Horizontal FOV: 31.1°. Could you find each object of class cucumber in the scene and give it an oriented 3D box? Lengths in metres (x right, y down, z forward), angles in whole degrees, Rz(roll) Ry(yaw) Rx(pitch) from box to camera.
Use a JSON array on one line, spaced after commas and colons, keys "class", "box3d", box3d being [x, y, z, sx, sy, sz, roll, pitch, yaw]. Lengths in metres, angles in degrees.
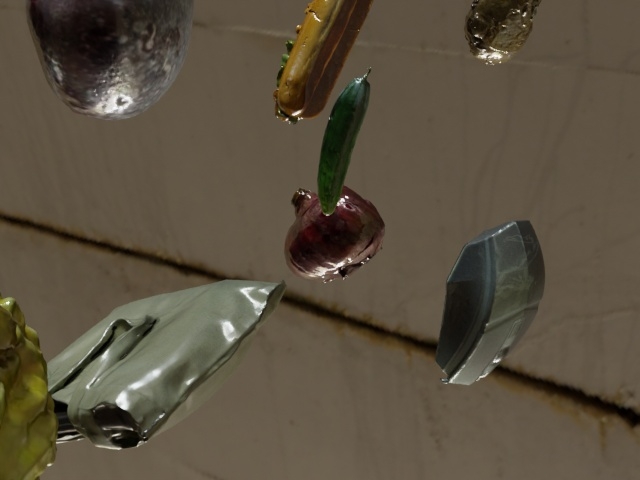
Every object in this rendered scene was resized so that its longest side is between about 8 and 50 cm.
[{"class": "cucumber", "box3d": [0.022, -0.109, 1.240, 0.039, 0.039, 0.168, 25, -72, 34]}]

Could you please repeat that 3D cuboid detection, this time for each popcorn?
[{"class": "popcorn", "box3d": [-0.342, 0.148, 1.033, 0.251, 0.205, 0.237, -137, -137, -59]}]

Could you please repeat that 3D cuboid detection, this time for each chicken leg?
[{"class": "chicken leg", "box3d": [0.233, -0.291, 1.396, 0.085, 0.069, 0.198, 25, -42, -3]}]

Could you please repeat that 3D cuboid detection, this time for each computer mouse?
[{"class": "computer mouse", "box3d": [0.202, 0.080, 1.310, 0.071, 0.126, 0.231, 34, -51, 38]}]

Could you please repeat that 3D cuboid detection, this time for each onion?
[{"class": "onion", "box3d": [0.000, 0.000, 1.661, 0.151, 0.098, 0.206, 41, -30, 4]}]

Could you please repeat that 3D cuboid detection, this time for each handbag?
[{"class": "handbag", "box3d": [-0.207, 0.145, 1.309, 0.315, 0.253, 0.109, -12, -67, 45]}]

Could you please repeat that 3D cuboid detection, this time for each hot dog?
[{"class": "hot dog", "box3d": [0.002, -0.204, 1.137, 0.055, 0.072, 0.188, 25, -89, 24]}]

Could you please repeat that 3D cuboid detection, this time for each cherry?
[{"class": "cherry", "box3d": [-0.283, -0.305, 1.550, 0.218, 0.255, 0.296, 6, -50, 3]}]
